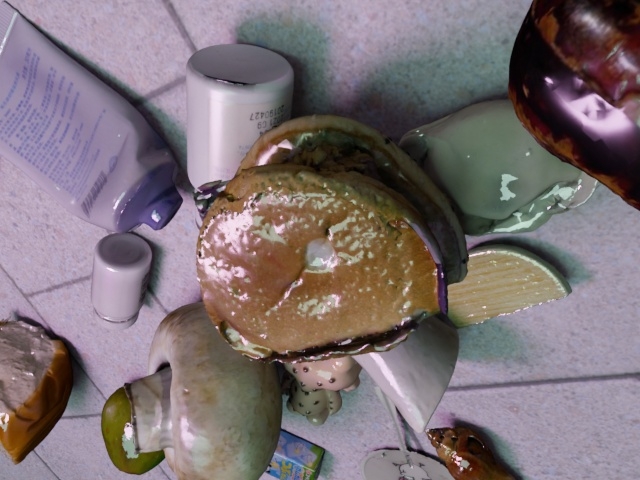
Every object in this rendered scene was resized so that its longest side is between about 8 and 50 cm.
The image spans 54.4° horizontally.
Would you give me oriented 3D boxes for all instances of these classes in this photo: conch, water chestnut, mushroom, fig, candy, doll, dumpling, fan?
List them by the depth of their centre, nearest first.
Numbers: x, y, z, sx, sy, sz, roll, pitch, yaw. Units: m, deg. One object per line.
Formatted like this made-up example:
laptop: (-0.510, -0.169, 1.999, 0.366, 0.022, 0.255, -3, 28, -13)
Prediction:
water chestnut: (0.327, -0.159, 0.537, 0.300, 0.300, 0.300, 14, 128, 18)
dumpling: (0.214, -0.085, 0.746, 0.250, 0.132, 0.162, -1, 119, 28)
mushroom: (0.024, 0.115, 0.964, 0.397, 0.177, 0.126, 30, 129, 11)
conch: (0.273, 0.402, 1.101, 0.086, 0.080, 0.232, -21, 113, 45)
mushroom: (-0.209, 0.284, 1.103, 0.260, 0.352, 0.352, -7, 133, -23)
doll: (-0.013, 0.241, 1.119, 0.154, 0.119, 0.278, 31, 141, 6)
fan: (0.171, 0.426, 1.213, 0.233, 0.012, 0.414, 1, 126, 25)
candy: (-0.093, 0.459, 1.341, 0.195, 0.062, 0.097, 20, 129, 12)
fig: (-0.411, 0.431, 1.415, 0.181, 0.191, 0.181, 6, 159, 2)

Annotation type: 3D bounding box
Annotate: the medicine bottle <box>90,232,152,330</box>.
medicine bottle: (-0.384, 0.082, 1.190, 0.103, 0.103, 0.186, 28, 132, 7)

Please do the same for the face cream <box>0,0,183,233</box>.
face cream: (-0.404, -0.164, 1.007, 0.420, 0.137, 0.234, 37, 111, 3)

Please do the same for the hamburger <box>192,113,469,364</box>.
hamburger: (0.000, 0.000, 0.746, 0.318, 0.195, 0.276, -9, 118, 25)

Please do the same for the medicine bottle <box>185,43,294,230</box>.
medicine bottle: (-0.117, -0.129, 0.875, 0.143, 0.143, 0.258, 20, 128, 13)

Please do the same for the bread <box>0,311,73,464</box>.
bread: (-0.711, 0.359, 1.456, 0.225, 0.279, 0.250, 20, 132, -5)

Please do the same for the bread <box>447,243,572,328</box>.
bread: (0.247, 0.055, 0.895, 0.193, 0.036, 0.112, -28, 102, 41)
